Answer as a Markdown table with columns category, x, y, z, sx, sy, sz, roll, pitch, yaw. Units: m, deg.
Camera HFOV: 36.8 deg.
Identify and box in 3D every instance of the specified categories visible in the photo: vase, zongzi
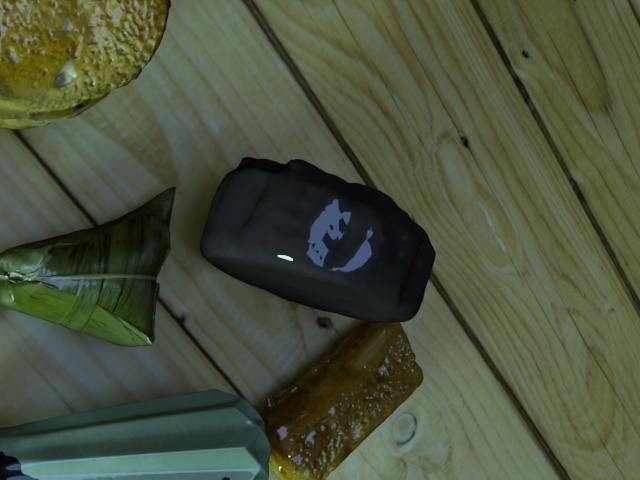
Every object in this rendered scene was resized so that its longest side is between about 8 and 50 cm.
| category | x | y | z | sx | sy | sz | roll | pitch | yaw |
| --- | --- | --- | --- | --- | --- | --- | --- | --- | --- |
| vase | -0.236 | 0.250 | 1.071 | 0.360 | 0.165 | 0.165 | 5 | 88 | -35 |
| zongzi | -0.262 | -0.002 | 1.078 | 0.204 | 0.094 | 0.205 | 25 | 71 | -36 |

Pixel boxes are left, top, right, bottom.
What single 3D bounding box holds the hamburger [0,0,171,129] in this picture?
| category | x | y | z | sx | sy | sz | roll | pitch | yaw |
| --- | --- | --- | --- | --- | --- | --- | --- | --- | --- |
| hamburger | -0.319 | -0.259 | 0.977 | 0.314 | 0.170 | 0.290 | -12 | 96 | -39 |

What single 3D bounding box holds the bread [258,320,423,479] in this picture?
| category | x | y | z | sx | sy | sz | roll | pitch | yaw |
| --- | --- | --- | --- | --- | --- | --- | --- | --- | --- |
| bread | 0.026 | 0.214 | 1.324 | 0.271 | 0.077 | 0.139 | -40 | 110 | -33 |

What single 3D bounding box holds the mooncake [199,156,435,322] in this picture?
| category | x | y | z | sx | sy | sz | roll | pitch | yaw |
| --- | --- | --- | --- | --- | --- | --- | --- | --- | --- |
| mooncake | 0.000 | 0.000 | 1.175 | 0.283 | 0.283 | 0.141 | 27 | 77 | -36 |
